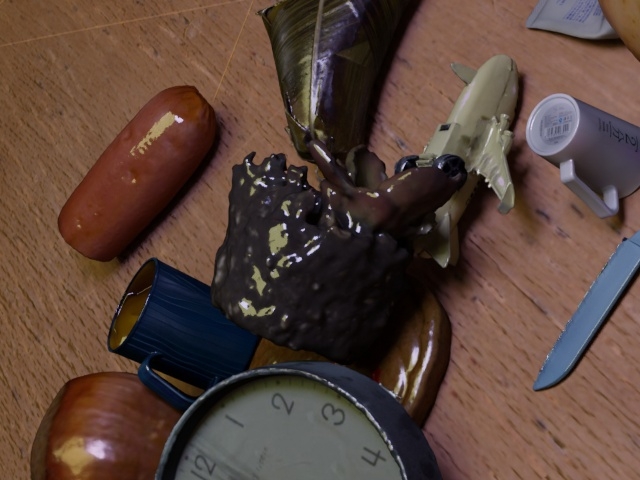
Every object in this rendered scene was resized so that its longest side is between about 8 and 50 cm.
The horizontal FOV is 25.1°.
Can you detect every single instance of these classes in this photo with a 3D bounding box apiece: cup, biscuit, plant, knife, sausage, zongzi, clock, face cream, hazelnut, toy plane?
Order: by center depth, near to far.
[{"bbox_3d":[0.286,0.011,1.323,0.313,0.019,0.044,-57,32,4],"label":"knife"},{"bbox_3d":[0.251,-0.076,1.340,0.074,0.116,0.104,-16,63,42],"label":"cup"},{"bbox_3d":[-0.026,0.267,1.366,0.313,0.061,0.312,-2,86,31],"label":"clock"},{"bbox_3d":[0.000,0.000,1.427,0.204,0.178,0.234,34,104,58],"label":"plant"},{"bbox_3d":[0.296,-0.252,1.450,0.114,0.070,0.224,-60,27,-1],"label":"face cream"},{"bbox_3d":[0.141,-0.085,1.478,0.229,0.092,0.244,2,71,62],"label":"toy plane"},{"bbox_3d":[0.014,0.145,1.504,0.273,0.049,0.257,-56,39,3],"label":"biscuit"},{"bbox_3d":[-0.221,0.249,1.590,0.214,0.176,0.214,-3,77,14],"label":"hazelnut"},{"bbox_3d":[-0.157,0.115,1.608,0.113,0.138,0.150,-18,49,64],"label":"cup"},{"bbox_3d":[0.055,-0.215,1.640,0.241,0.111,0.247,-27,54,25],"label":"zongzi"},{"bbox_3d":[-0.230,-0.090,1.855,0.259,0.114,0.113,-47,41,17],"label":"sausage"}]

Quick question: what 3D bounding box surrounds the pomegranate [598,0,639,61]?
[{"bbox_3d":[0.385,-0.271,1.091,0.411,0.411,0.411,-25,51,35],"label":"pomegranate"}]
